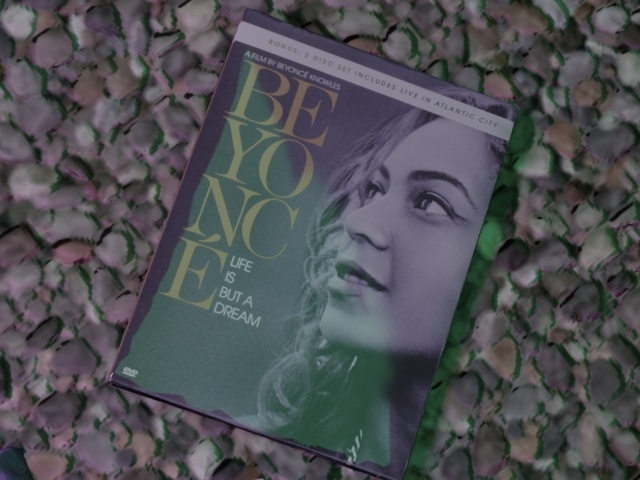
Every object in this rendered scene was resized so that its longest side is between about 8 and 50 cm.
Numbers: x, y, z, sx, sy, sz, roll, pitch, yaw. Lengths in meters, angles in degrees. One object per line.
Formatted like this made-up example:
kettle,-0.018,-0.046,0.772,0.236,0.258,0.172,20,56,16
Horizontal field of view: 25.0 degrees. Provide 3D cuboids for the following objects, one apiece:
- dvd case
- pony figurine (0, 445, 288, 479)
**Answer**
dvd case,0.000,0.000,0.782,0.165,0.018,0.221,20,76,-4
pony figurine,-0.134,0.223,0.561,0.351,0.363,0.303,-27,46,-8
